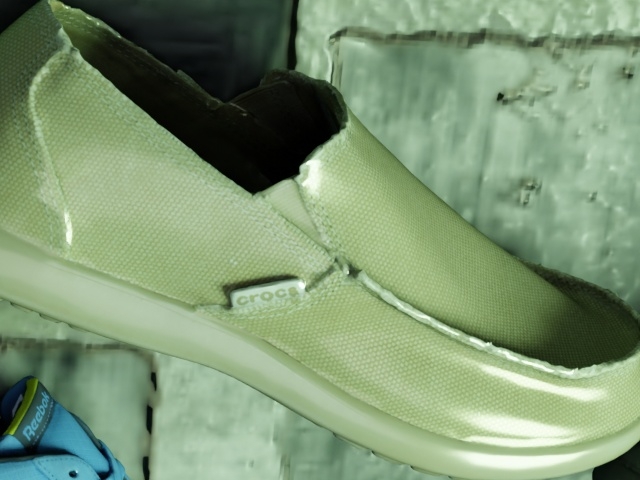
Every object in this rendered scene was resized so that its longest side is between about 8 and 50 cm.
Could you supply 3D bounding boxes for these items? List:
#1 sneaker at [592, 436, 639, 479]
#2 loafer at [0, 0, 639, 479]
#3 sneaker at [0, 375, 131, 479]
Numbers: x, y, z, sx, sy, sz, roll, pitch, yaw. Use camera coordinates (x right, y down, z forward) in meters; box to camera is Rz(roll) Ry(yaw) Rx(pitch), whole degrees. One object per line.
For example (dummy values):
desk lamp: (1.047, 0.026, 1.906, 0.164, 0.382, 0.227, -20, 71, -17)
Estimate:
sneaker: (0.258, 0.072, 0.691, 0.330, 0.122, 0.146, 9, 95, -18)
loafer: (0.000, 0.000, 0.598, 0.268, 0.102, 0.092, 18, 113, -18)
sneaker: (-0.083, 0.102, 0.640, 0.209, 0.069, 0.082, 27, 100, -21)
